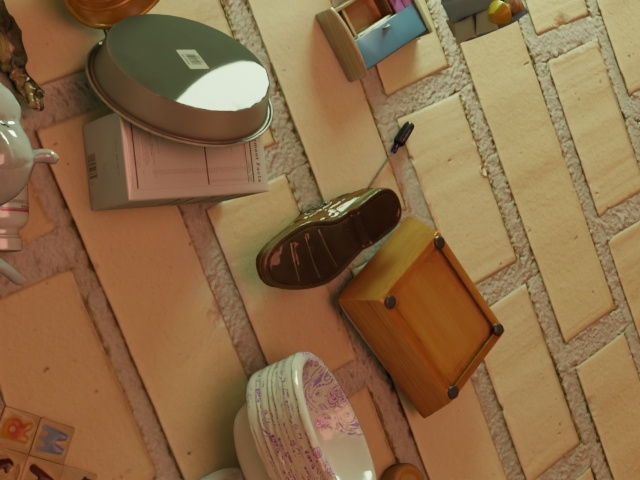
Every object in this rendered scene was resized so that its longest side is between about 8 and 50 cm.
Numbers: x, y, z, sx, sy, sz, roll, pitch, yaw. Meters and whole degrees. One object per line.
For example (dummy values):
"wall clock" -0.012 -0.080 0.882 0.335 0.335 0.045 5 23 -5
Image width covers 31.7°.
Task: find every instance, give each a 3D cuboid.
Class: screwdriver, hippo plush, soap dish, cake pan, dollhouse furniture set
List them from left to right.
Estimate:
"hippo plush" -0.472 -0.087 1.389 0.234 0.237 0.294 -14 83 -39
"cake pan" -0.203 -0.250 1.695 0.293 0.054 0.293 16 36 -12
"screwdriver" 0.125 -0.149 2.056 0.170 0.024 0.025 -59 146 -17
"dollhouse furniture set" 0.153 -0.445 1.928 0.198 0.303 0.286 -38 107 -33
"soap dish" 0.188 0.136 2.008 0.229 0.118 0.290 -47 113 -29

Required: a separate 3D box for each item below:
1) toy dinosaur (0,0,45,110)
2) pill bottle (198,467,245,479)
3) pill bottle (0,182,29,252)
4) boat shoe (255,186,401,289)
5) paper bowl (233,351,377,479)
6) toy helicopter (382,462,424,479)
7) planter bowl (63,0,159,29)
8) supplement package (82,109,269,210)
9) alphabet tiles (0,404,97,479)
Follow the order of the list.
"toy dinosaur" -0.475 -0.307 1.616 0.118 0.064 0.268 -17 95 -50
"pill bottle" -0.125 0.476 1.747 0.124 0.124 0.221 -32 103 -33
"pill bottle" -0.456 -0.064 1.587 0.087 0.087 0.160 0 86 -36
"boat shoe" 0.000 0.000 1.901 0.307 0.104 0.110 -25 109 -36
"paper bowl" -0.031 0.329 1.765 0.284 0.148 0.284 60 12 -22
"toy helicopter" 0.065 0.498 1.903 0.235 0.140 0.355 52 49 -10
"planter bowl" -0.322 -0.434 1.694 0.217 0.090 0.217 -34 146 -27
"supplement package" -0.220 -0.125 1.732 0.244 0.134 0.139 -5 88 -35
"alphabet tiles" -0.486 0.367 1.570 0.343 0.011 0.285 25 72 -31
